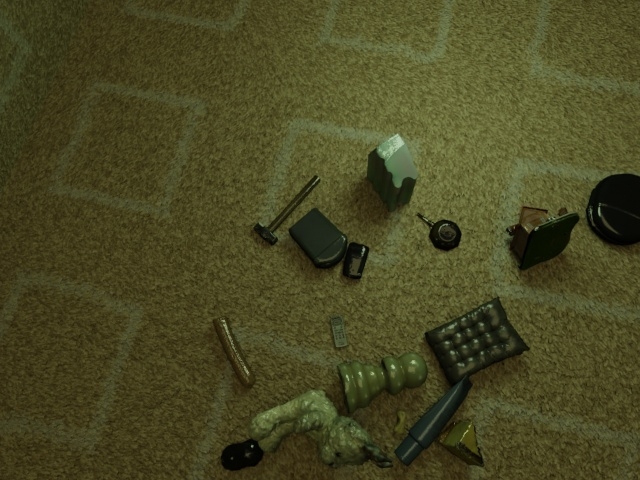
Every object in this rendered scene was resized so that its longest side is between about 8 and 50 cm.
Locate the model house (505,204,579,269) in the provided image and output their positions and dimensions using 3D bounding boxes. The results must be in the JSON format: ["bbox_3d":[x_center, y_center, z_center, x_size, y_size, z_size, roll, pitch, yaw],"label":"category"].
[{"bbox_3d":[0.843,-0.039,1.746,0.206,0.294,0.154,-23,54,-4],"label":"model house"}]

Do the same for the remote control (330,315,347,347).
[{"bbox_3d":[0.074,0.364,1.793,0.053,0.018,0.125,-10,74,0],"label":"remote control"}]

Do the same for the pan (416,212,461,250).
[{"bbox_3d":[0.486,-0.038,1.864,0.201,0.048,0.129,17,77,9],"label":"pan"}]

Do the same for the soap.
[{"bbox_3d":[0.282,-0.273,1.790,0.115,0.347,0.208,-31,74,-4],"label":"soap"}]

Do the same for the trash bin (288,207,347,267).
[{"bbox_3d":[0.000,0.000,1.861,0.176,0.101,0.236,-42,74,-6],"label":"trash bin"}]

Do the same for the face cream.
[{"bbox_3d":[0.422,0.656,1.646,0.385,0.136,0.086,-46,49,-5],"label":"face cream"}]

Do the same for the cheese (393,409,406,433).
[{"bbox_3d":[0.298,0.680,1.683,0.044,0.030,0.084,9,81,0],"label":"cheese"}]

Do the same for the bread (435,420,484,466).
[{"bbox_3d":[0.517,0.730,1.602,0.127,0.147,0.152,-39,82,-20],"label":"bread"}]

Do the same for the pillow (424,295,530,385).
[{"bbox_3d":[0.593,0.388,1.715,0.326,0.101,0.228,-25,71,-5],"label":"pillow"}]

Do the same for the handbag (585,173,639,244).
[{"bbox_3d":[1.225,-0.131,1.821,0.253,0.093,0.308,23,77,9],"label":"handbag"}]

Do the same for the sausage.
[{"bbox_3d":[-0.342,0.441,1.777,0.065,0.066,0.301,-28,72,-4],"label":"sausage"}]

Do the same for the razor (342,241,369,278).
[{"bbox_3d":[0.143,0.084,1.849,0.089,0.054,0.148,13,75,11],"label":"razor"}]

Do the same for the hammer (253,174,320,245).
[{"bbox_3d":[-0.130,-0.145,1.944,0.111,0.043,0.365,39,78,14],"label":"hammer"}]

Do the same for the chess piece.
[{"bbox_3d":[0.238,0.512,1.671,0.329,0.182,0.183,-12,74,-6],"label":"chess piece"}]

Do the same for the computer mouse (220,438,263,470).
[{"bbox_3d":[-0.295,0.802,1.672,0.172,0.057,0.099,-14,71,1],"label":"computer mouse"}]

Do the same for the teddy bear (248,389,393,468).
[{"bbox_3d":[-0.006,0.712,1.544,0.375,0.328,0.362,-28,47,-14],"label":"teddy bear"}]
